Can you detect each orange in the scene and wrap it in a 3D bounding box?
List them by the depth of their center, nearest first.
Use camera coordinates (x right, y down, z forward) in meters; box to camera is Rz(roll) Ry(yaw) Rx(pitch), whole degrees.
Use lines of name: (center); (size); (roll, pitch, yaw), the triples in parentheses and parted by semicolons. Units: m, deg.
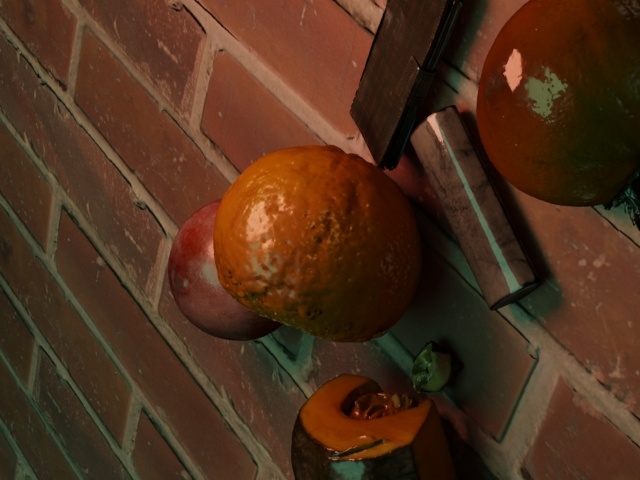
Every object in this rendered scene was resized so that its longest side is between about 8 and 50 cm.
orange: (0.332, -0.198, 1.590); (0.310, 0.274, 0.274); (-38, 67, 23)
orange: (0.000, 0.000, 1.942); (0.340, 0.340, 0.293); (18, 86, 51)

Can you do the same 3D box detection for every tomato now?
tomato: (-0.165, 0.057, 2.270); (0.270, 0.227, 0.270); (25, 121, 52)

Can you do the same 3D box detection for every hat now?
hat: (0.187, 0.211, 1.980); (0.077, 0.059, 0.076); (-54, 23, 36)

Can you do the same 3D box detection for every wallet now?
wallet: (0.126, -0.279, 1.893); (0.169, 0.044, 0.317); (-117, 37, -44)

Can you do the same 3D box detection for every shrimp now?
shrimp: (0.396, -0.075, 1.622); (0.091, 0.034, 0.161); (-51, 53, 55)

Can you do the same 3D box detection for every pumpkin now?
pumpkin: (0.084, 0.369, 1.985); (0.303, 0.256, 0.225); (9, 121, 47)

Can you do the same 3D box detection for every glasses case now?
glasses case: (0.229, -0.049, 1.830); (0.299, 0.060, 0.114); (66, 150, 14)
